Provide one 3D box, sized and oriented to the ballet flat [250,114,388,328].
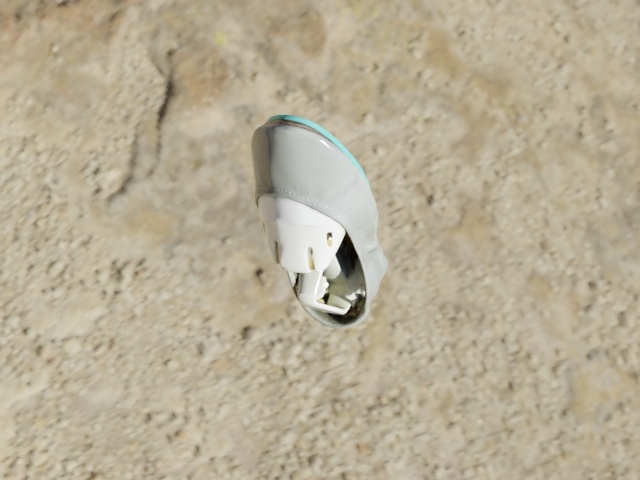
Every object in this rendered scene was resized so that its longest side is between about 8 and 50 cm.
[{"bbox_3d":[0.000,0.000,0.899,0.213,0.072,0.068,63,43,-64],"label":"ballet flat"}]
